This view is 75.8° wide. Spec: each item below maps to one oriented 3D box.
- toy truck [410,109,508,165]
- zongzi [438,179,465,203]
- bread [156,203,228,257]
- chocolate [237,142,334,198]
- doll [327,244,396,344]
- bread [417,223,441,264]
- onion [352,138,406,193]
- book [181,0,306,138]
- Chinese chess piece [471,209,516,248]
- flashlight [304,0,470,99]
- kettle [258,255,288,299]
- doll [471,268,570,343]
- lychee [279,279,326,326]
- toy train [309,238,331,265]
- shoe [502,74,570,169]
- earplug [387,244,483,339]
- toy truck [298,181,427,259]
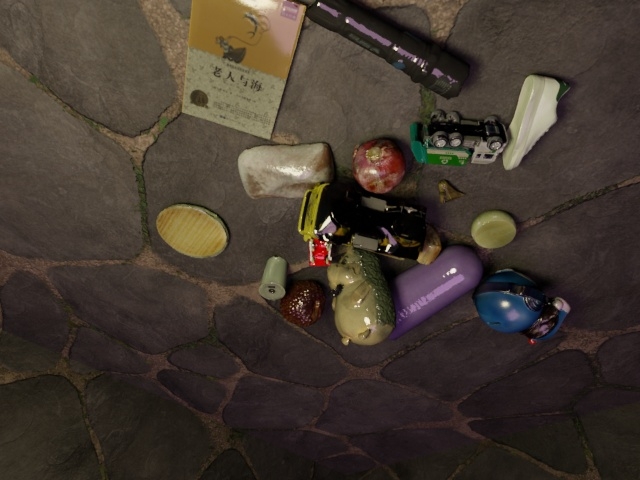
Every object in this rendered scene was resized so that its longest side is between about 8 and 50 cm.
[{"bbox_3d":[0.376,-0.280,1.149,0.253,0.114,0.124,5,147,0],"label":"toy truck"},{"bbox_3d":[0.418,-0.163,1.304,0.083,0.040,0.076,-15,124,4],"label":"zongzi"},{"bbox_3d":[-0.465,-0.036,1.507,0.267,0.040,0.267,3,134,3],"label":"bread"},{"bbox_3d":[-0.110,-0.201,1.283,0.303,0.100,0.185,-1,136,10],"label":"chocolate"},{"bbox_3d":[0.138,0.191,1.450,0.247,0.350,0.247,1,155,0],"label":"doll"},{"bbox_3d":[0.363,0.012,1.422,0.082,0.125,0.106,7,136,-29],"label":"bread"},{"bbox_3d":[0.181,-0.205,1.217,0.159,0.159,0.195,-14,151,18],"label":"onion"},{"bbox_3d":[-0.216,-0.466,1.081,0.269,0.032,0.389,15,134,-10],"label":"book"},{"bbox_3d":[0.584,-0.038,1.390,0.144,0.058,0.144,4,133,4],"label":"Chinese chess piece"},{"bbox_3d":[0.166,-0.474,0.990,0.424,0.103,0.103,22,132,-15],"label":"flashlight"},{"bbox_3d":[-0.170,0.150,1.581,0.098,0.148,0.127,-21,126,21],"label":"kettle"},{"bbox_3d":[0.719,0.237,1.513,0.310,0.240,0.284,33,157,-16],"label":"doll"},{"bbox_3d":[-0.076,0.250,1.655,0.188,0.188,0.188,3,134,3],"label":"lychee"},{"bbox_3d":[0.000,0.000,1.445,0.082,0.131,0.204,0,145,-1],"label":"toy train"},{"bbox_3d":[0.579,-0.308,1.110,0.110,0.095,0.265,1,131,4],"label":"shoe"},{"bbox_3d":[0.388,0.177,1.524,0.215,0.215,0.456,35,123,-25],"label":"earplug"},{"bbox_3d":[0.130,-0.051,1.273,0.405,0.181,0.254,12,176,-27],"label":"toy truck"}]
